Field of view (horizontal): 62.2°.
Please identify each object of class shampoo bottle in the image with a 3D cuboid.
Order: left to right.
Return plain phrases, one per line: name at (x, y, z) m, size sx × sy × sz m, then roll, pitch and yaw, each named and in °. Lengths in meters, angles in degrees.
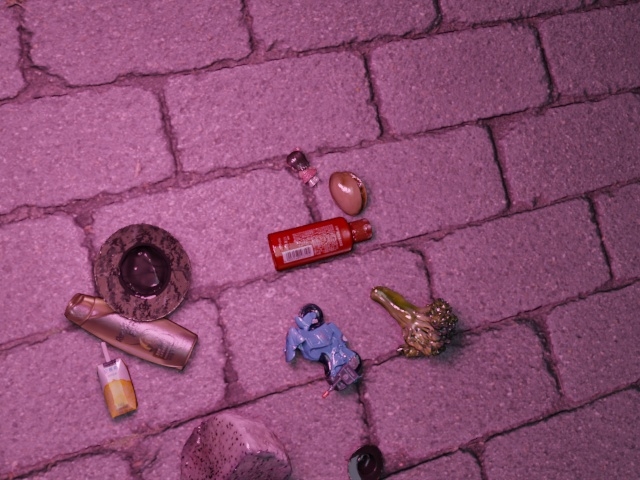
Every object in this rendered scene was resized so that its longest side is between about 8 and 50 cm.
shampoo bottle at (-0.519, 0.243, 1.462) m, size 0.350 × 0.084 × 0.125 m, roll 25°, pitch 77°, yaw -7°
shampoo bottle at (-0.001, 0.000, 1.610) m, size 0.315 × 0.076 × 0.118 m, roll -15°, pitch 85°, yaw -14°

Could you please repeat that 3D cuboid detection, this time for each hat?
hat at (-0.483, 0.084, 1.469) m, size 0.266 × 0.128 × 0.265 m, roll -1°, pitch 92°, yaw -13°
hat at (0.128, 0.656, 1.560) m, size 0.121 × 0.050 × 0.121 m, roll 4°, pitch 77°, yaw -17°

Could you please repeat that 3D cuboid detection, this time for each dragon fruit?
dragon fruit at (-0.222, 0.592, 1.424) m, size 0.221 × 0.204 × 0.282 m, roll 25°, pitch 105°, yaw -38°

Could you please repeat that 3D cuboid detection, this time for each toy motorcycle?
toy motorcycle at (-0.001, 0.328, 1.545) m, size 0.182 × 0.123 × 0.272 m, roll -41°, pitch 92°, yaw -25°

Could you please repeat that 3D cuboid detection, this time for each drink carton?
drink carton at (-0.559, 0.370, 1.440) m, size 0.084 × 0.074 × 0.199 m, roll -17°, pitch 85°, yaw -15°

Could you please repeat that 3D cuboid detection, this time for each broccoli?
broccoli at (0.272, 0.253, 1.626) m, size 0.275 × 0.177 × 0.198 m, roll 15°, pitch 115°, yaw 18°

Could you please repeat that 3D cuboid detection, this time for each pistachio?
pistachio at (0.084, -0.147, 1.638) m, size 0.113 × 0.113 × 0.149 m, roll -20°, pitch 94°, yaw -14°

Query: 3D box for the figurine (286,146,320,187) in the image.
figurine at (-0.050, -0.227, 1.643) m, size 0.129 × 0.054 × 0.072 m, roll 46°, pitch 72°, yaw -5°
